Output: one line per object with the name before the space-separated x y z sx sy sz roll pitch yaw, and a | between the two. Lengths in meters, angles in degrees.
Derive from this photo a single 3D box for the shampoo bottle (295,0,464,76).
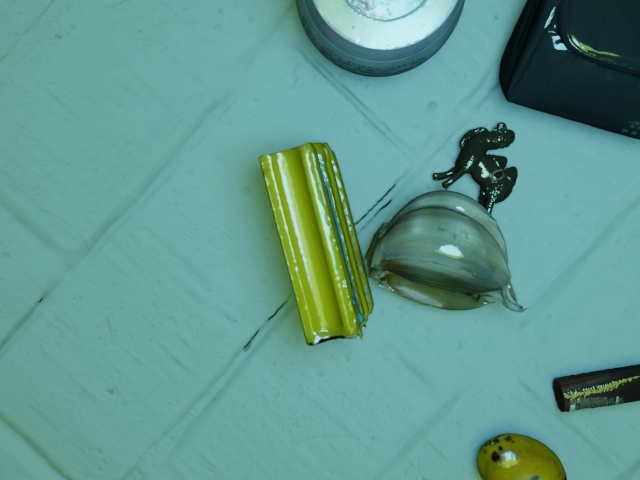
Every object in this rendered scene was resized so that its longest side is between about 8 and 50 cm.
shampoo bottle | 0.095 -0.402 1.129 0.272 0.266 0.273 0 96 0

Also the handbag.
handbag | 0.472 -0.314 1.134 0.301 0.178 0.275 17 130 -2

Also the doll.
doll | 0.290 -0.125 1.256 0.139 0.057 0.165 45 89 0

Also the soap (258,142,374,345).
soap | 0.000 0.001 1.200 0.096 0.204 0.325 -13 94 13

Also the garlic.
garlic | 0.204 0.037 1.181 0.291 0.210 0.238 8 125 15

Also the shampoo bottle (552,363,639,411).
shampoo bottle | 0.542 0.257 1.276 0.236 0.068 0.067 -10 93 1

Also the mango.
mango | 0.368 0.411 1.283 0.178 0.090 0.115 24 105 -4
